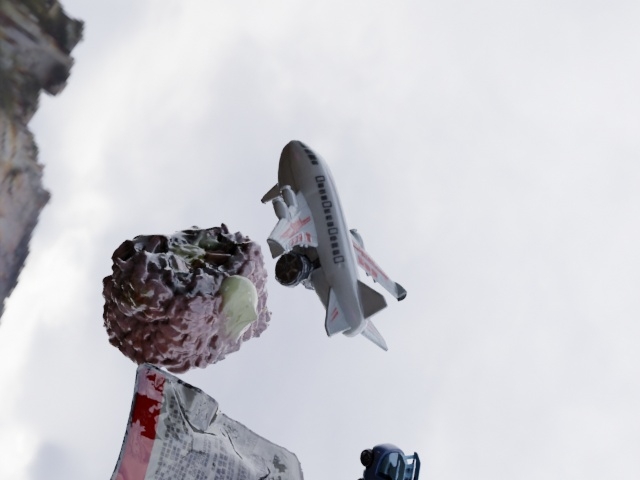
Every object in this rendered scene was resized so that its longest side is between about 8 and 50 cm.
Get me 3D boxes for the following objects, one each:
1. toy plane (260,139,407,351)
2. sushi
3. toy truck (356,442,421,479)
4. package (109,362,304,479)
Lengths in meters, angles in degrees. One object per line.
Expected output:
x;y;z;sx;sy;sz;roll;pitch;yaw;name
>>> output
0.000;0.000;0.693;0.065;0.162;0.171;-39;-122;20;toy plane
-0.193;0.081;1.462;0.236;0.270;0.171;21;-62;34;sushi
0.087;0.335;1.237;0.074;0.063;0.136;12;-84;49;toy truck
-0.098;0.228;0.919;0.030;0.239;0.154;-28;-141;30;package
